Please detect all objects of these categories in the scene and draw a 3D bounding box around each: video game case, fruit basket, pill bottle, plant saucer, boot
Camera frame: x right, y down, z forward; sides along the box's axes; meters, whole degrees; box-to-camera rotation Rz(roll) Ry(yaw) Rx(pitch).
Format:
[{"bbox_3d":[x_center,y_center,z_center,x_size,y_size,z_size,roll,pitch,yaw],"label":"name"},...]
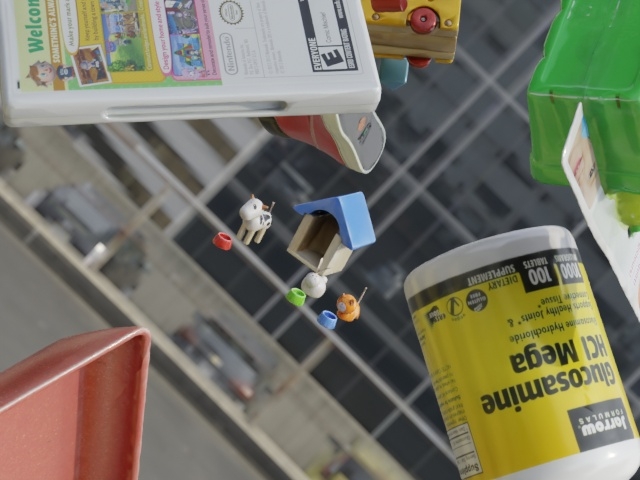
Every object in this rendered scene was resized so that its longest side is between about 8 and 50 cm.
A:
[{"bbox_3d":[-0.080,-0.151,0.916,0.023,0.193,0.212,104,-21,-54],"label":"video game case"},{"bbox_3d":[0.326,-0.108,1.560,0.165,0.327,0.353,4,-31,36],"label":"fruit basket"},{"bbox_3d":[0.218,0.167,1.740,0.188,0.188,0.334,33,40,-76],"label":"pill bottle"},{"bbox_3d":[-0.221,0.183,1.020,0.048,0.259,0.258,38,-41,28],"label":"plant saucer"},{"bbox_3d":[-0.025,-0.184,2.075,0.176,0.088,0.244,23,-23,22],"label":"boot"}]

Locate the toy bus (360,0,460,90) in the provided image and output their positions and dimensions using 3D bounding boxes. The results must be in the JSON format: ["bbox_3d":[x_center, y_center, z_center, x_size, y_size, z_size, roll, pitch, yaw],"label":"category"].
[{"bbox_3d":[0.056,-0.250,1.778,0.191,0.104,0.202,-12,-26,44],"label":"toy bus"}]

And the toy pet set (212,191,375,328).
[{"bbox_3d":[0.000,0.000,1.319,0.122,0.065,0.114,36,23,19],"label":"toy pet set"}]
